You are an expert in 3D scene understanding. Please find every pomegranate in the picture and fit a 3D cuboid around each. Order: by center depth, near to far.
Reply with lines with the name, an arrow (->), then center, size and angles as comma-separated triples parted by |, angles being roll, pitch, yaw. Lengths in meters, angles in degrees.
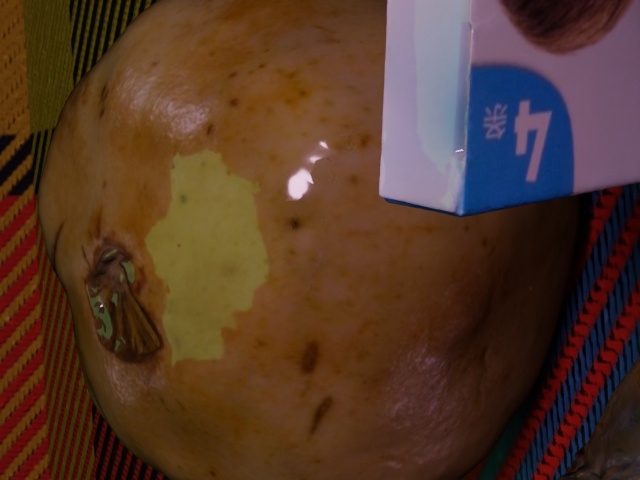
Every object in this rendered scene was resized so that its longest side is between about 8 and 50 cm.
pomegranate -> 0.000, 0.000, 0.958 | 0.332, 0.332, 0.332 | 176, 90, -67

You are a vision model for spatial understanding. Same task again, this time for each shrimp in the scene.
shrimp -> 0.172, 0.132, 0.857 | 0.262, 0.066, 0.117 | 116, 143, -53

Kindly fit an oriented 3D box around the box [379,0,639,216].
box -> 0.133, -0.155, 0.648 | 0.048, 0.273, 0.265 | 15, 109, 43
